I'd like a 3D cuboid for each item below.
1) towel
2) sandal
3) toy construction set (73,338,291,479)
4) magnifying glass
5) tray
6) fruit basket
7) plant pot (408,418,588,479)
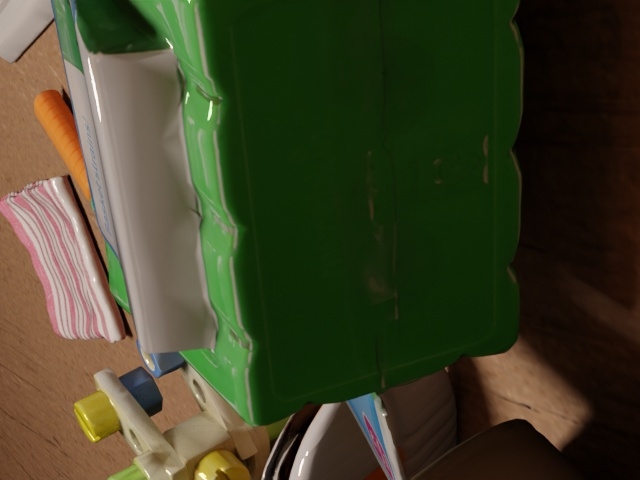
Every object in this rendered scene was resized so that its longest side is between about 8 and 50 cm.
[{"bbox_3d":[-0.220,0.020,1.405,0.144,0.029,0.197,68,160,-6],"label":"towel"},{"bbox_3d":[0.010,0.142,0.843,0.076,0.102,0.265,40,150,35],"label":"sandal"},{"bbox_3d":[-0.042,0.220,1.025,0.215,0.151,0.328,96,156,-53],"label":"toy construction set"},{"bbox_3d":[-0.146,-0.017,1.186,0.231,0.026,0.092,58,158,26],"label":"magnifying glass"},{"bbox_3d":[-0.241,-0.215,1.204,0.145,0.030,0.270,69,160,-2],"label":"tray"},{"bbox_3d":[-0.052,-0.109,0.655,0.353,0.165,0.327,52,155,44],"label":"fruit basket"},{"bbox_3d":[0.070,0.274,0.609,0.280,0.323,0.323,42,152,18],"label":"plant pot"}]
